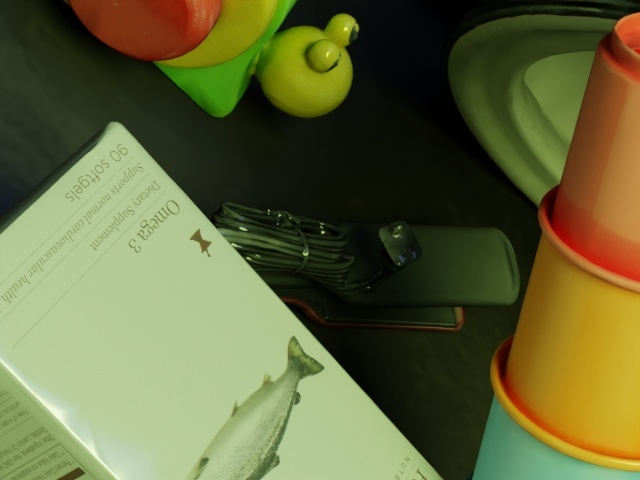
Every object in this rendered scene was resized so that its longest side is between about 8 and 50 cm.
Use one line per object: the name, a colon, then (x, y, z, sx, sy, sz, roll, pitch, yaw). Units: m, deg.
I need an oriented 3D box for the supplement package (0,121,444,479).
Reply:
supplement package: (-0.063, 0.070, 0.512, 0.179, 0.105, 0.105, 48, 45, -10)

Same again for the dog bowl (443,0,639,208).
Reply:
dog bowl: (0.262, -0.034, 0.623, 0.408, 0.408, 0.150, 36, 80, -20)

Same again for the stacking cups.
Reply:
stacking cups: (0.097, 0.081, 0.502, 0.096, 0.316, 0.096, 9, 31, -5)

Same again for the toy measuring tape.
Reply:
toy measuring tape: (-0.101, -0.174, 0.605, 0.330, 0.121, 0.121, 43, 47, -15)

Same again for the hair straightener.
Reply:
hair straightener: (0.000, 0.000, 0.615, 0.230, 0.089, 0.047, 11, 63, -36)
